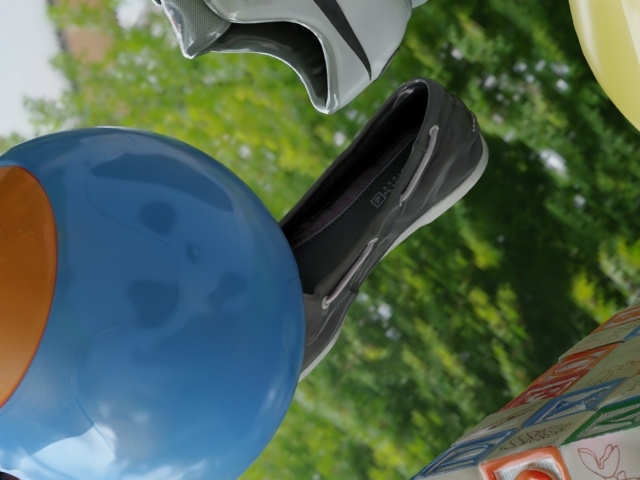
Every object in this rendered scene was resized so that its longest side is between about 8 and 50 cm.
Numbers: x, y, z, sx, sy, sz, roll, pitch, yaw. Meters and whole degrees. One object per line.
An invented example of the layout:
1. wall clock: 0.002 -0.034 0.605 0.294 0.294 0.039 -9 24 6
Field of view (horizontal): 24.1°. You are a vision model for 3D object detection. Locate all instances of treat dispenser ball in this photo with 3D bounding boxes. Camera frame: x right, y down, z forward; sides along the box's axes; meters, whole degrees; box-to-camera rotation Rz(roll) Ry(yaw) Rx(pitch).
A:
1. treat dispenser ball: -0.153 0.063 1.074 0.288 0.288 0.288 27 -152 -16

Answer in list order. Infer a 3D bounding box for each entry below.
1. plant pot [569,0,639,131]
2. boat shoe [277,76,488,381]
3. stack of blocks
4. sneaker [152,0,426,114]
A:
1. plant pot: 0.182 -0.171 0.437 0.254 0.254 0.239 63 178 42
2. boat shoe: 0.000 0.000 1.245 0.112 0.335 0.095 38 172 43
3. stack of blocks: 0.198 0.085 0.758 0.297 0.171 0.087 -26 -87 -52
4. sneaker: -0.085 -0.211 1.041 0.330 0.122 0.146 32 -110 -9
